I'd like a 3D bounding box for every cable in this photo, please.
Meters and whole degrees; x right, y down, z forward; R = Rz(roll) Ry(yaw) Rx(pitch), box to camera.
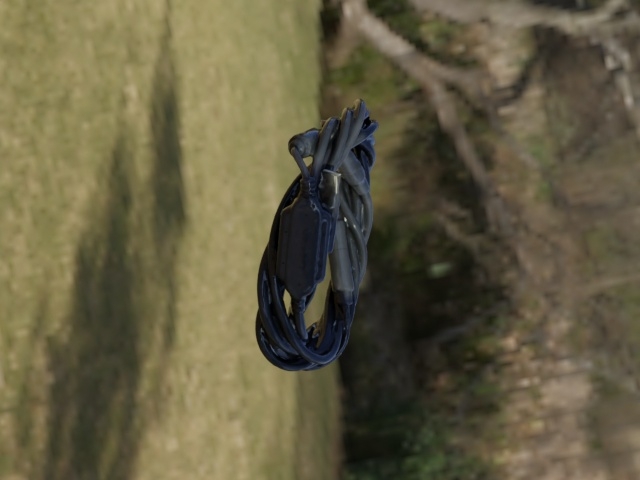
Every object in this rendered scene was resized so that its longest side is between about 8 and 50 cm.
[{"bbox_3d":[0.000,0.000,1.148,0.150,0.047,0.185,-56,153,-59],"label":"cable"}]
